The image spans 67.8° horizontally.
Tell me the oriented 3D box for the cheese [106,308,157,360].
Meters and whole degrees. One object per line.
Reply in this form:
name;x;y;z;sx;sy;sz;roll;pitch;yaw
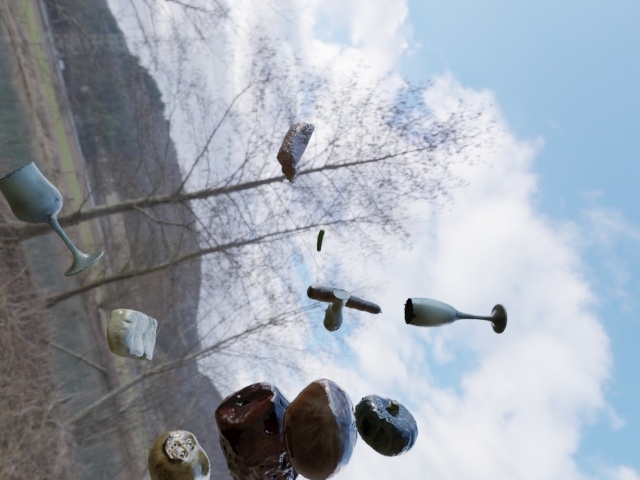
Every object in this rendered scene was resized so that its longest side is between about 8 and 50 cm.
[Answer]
cheese;-0.645;0.327;1.632;0.263;0.092;0.159;83;1;-69

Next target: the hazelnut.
hazelnut;0.008;0.418;1.061;0.180;0.181;0.212;-25;-129;29

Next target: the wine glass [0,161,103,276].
wine glass;-0.466;-0.036;0.820;0.079;0.079;0.196;23;-37;59

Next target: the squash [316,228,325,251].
squash;-0.001;0.000;1.794;0.027;0.027;0.089;10;-92;62

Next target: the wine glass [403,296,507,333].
wine glass;0.407;0.312;1.520;0.096;0.309;0.265;-107;-156;-68

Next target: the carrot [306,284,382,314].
carrot;0.104;0.233;1.863;0.070;0.342;0.070;-48;-148;45

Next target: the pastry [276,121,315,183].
pastry;-0.105;-0.362;1.872;0.102;0.112;0.265;-21;-130;53

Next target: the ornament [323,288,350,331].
ornament;0.054;0.259;1.732;0.081;0.074;0.156;27;-64;22

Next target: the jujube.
jujube;-0.170;0.576;1.362;0.258;0.258;0.377;37;-46;53

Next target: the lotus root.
lotus root;-0.362;0.592;1.227;0.284;0.146;0.160;103;-31;-42

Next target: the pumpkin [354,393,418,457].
pumpkin;0.205;0.567;1.479;0.152;0.211;0.212;-49;-133;9
